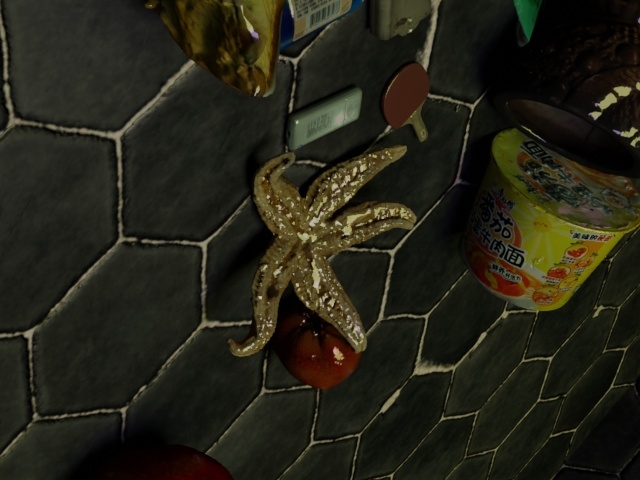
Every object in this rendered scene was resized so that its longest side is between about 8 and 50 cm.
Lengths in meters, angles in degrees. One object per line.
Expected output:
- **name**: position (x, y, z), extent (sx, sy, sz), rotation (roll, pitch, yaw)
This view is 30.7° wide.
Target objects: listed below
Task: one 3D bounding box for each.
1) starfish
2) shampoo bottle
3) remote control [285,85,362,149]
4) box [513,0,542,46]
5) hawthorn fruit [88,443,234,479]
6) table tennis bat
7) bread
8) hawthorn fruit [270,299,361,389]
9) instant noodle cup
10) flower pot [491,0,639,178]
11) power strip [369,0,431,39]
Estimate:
- **starfish**: position (-0.009, -0.003, 1.534), extent (0.327, 0.094, 0.375), rotation (44, 70, -45)
- **shampoo bottle**: position (-0.005, -0.277, 1.312), extent (0.183, 0.050, 0.087), rotation (-34, 142, -27)
- **remote control**: position (0.005, -0.156, 1.480), extent (0.124, 0.018, 0.053), rotation (-30, 141, -33)
- **box**: position (0.193, -0.421, 1.326), extent (0.337, 0.106, 0.264), rotation (50, 51, -57)
- **hawthorn fruit**: position (-0.195, 0.362, 1.536), extent (0.230, 0.210, 0.266), rotation (16, 145, -43)
- **table tennis bat**: position (0.124, -0.185, 1.614), extent (0.087, 0.013, 0.156), rotation (-49, 147, -10)
- **bread**: position (-0.106, -0.255, 1.123), extent (0.174, 0.132, 0.252), rotation (82, 9, -53)
- **hawthorn fruit**: position (0.001, 0.147, 1.672), extent (0.133, 0.133, 0.138), rotation (-41, 150, -18)
- **instant noodle cup**: position (0.350, -0.026, 1.858), extent (0.264, 0.264, 0.200), rotation (-17, 143, -44)
- **flower pot**: position (0.422, -0.266, 1.706), extent (0.267, 0.266, 0.266), rotation (-62, 149, -4)
- **power strip**: position (0.098, -0.360, 1.379), extent (0.092, 0.034, 0.268), rotation (-34, 145, -27)
